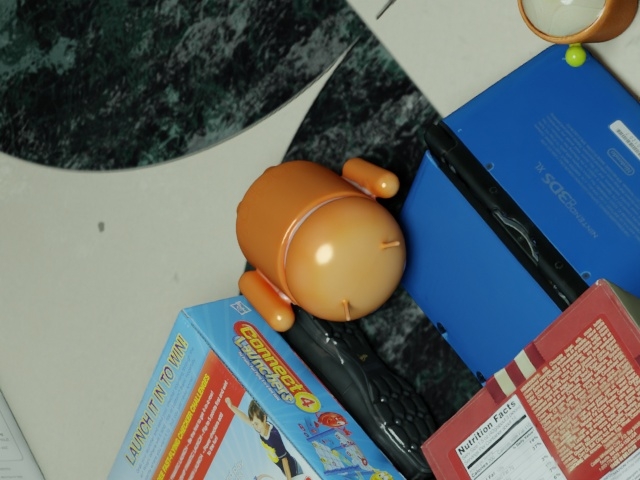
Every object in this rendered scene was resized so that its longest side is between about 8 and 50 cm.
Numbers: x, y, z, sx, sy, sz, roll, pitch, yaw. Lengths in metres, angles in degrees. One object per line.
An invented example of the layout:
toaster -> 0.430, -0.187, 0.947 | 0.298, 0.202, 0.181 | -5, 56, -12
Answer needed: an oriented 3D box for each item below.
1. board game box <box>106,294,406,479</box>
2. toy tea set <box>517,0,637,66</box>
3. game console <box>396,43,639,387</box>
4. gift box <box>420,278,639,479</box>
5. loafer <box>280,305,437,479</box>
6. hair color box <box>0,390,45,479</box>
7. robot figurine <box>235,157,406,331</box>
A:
board game box -> -0.068, 0.266, 1.762 | 0.302, 0.086, 0.308 | 48, 130, 28
toy tea set -> 0.212, -0.327, 1.651 | 0.200, 0.124, 0.336 | -46, 66, 23
game console -> 0.224, 0.009, 1.675 | 0.250, 0.173, 0.293 | -34, 61, -7
gift box -> 0.273, 0.230, 1.478 | 0.255, 0.258, 0.276 | -42, 49, 22
loafer -> 0.037, 0.153, 1.770 | 0.223, 0.076, 0.078 | 50, 126, 26
hair color box -> -0.458, 0.181, 2.042 | 0.105, 0.174, 0.347 | -43, 63, 25
robot figurine -> -0.001, 0.002, 1.752 | 0.219, 0.158, 0.128 | 37, 140, 56
